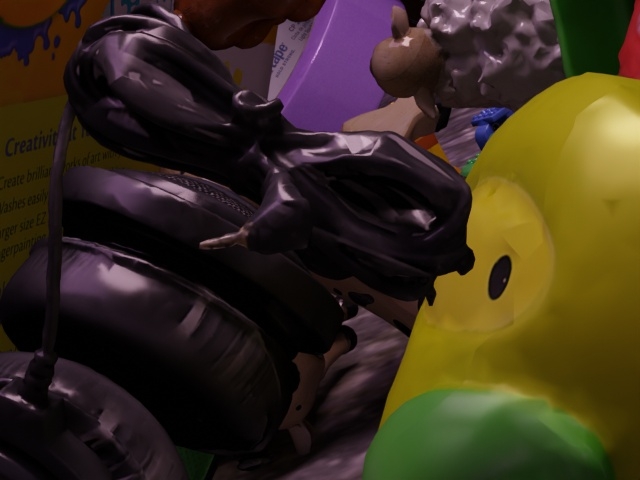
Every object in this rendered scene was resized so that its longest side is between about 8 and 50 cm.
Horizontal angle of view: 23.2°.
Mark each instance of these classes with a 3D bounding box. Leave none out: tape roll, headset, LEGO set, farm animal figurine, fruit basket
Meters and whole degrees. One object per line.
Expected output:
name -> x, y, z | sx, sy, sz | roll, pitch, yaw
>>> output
tape roll -> -0.021, -0.167, 1.700 | 0.275, 0.090, 0.275 | -50, 23, 30
headset -> -0.062, 0.078, 0.584 | 0.243, 0.185, 0.394 | -57, -14, -39
LEGO set -> 0.115, -0.091, 1.302 | 0.227, 0.093, 0.087 | -34, 11, -21
farm animal figurine -> 0.000, 0.000, 0.874 | 0.327, 0.330, 0.172 | 11, 29, 30
fruit basket -> 0.160, -0.033, 0.532 | 0.392, 0.283, 0.392 | -13, 5, 1

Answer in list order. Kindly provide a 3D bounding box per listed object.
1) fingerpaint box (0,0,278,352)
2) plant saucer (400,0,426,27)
fingerpaint box -> -0.186, -0.063, 0.998 | 0.163, 0.371, 0.445 | 14, 15, 16
plant saucer -> 0.123, -0.277, 1.768 | 0.310, 0.311, 0.050 | -6, 63, 66
